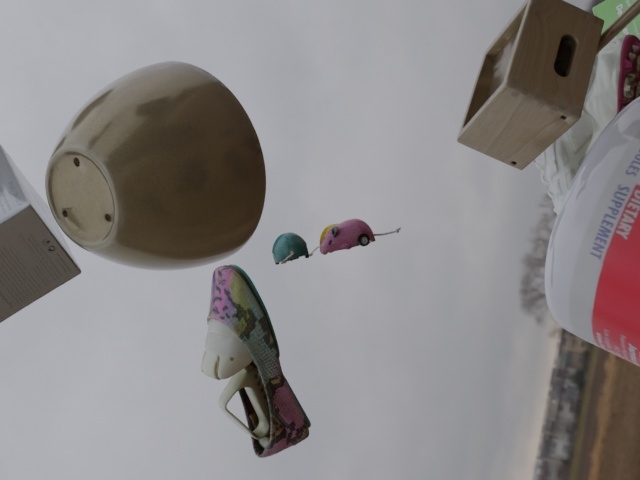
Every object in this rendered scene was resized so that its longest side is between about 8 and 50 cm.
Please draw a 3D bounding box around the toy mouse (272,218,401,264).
[{"bbox_3d":[0.000,0.000,0.943,0.143,0.161,0.031,-12,-90,-51],"label":"toy mouse"}]

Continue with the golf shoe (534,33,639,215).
[{"bbox_3d":[0.302,-0.105,1.066,0.115,0.140,0.306,-47,-38,-46],"label":"golf shoe"}]

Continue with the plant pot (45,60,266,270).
[{"bbox_3d":[-0.241,-0.078,1.158,0.191,0.284,0.284,-26,-54,-51],"label":"plant pot"}]

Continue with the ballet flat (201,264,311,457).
[{"bbox_3d":[-0.074,0.132,0.890,0.079,0.076,0.222,-36,-58,-28],"label":"ballet flat"}]

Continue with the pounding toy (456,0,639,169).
[{"bbox_3d":[0.210,-0.155,0.811,0.130,0.100,0.141,127,165,-66],"label":"pounding toy"}]

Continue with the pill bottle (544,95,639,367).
[{"bbox_3d":[0.401,0.048,0.675,0.229,0.407,0.229,-30,-46,-38],"label":"pill bottle"}]

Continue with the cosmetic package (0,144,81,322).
[{"bbox_3d":[-0.490,0.009,1.247,0.224,0.224,0.138,-35,-51,-9],"label":"cosmetic package"}]

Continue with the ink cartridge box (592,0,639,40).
[{"bbox_3d":[0.584,-0.324,1.206,0.207,0.353,0.119,13,-120,-41],"label":"ink cartridge box"}]
